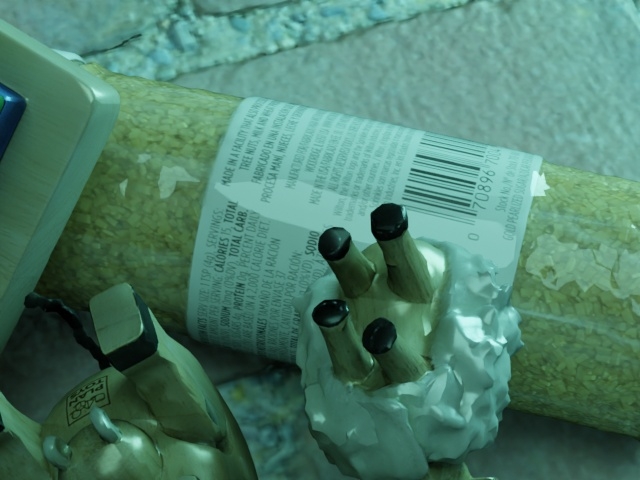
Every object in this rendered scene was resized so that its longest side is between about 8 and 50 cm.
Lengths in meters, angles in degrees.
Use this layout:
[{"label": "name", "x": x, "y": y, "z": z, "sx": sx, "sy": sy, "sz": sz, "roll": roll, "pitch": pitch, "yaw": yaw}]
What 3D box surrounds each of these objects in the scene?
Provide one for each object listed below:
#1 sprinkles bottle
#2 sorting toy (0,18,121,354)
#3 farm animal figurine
[{"label": "sprinkles bottle", "x": 0.000, "y": 0.000, "z": 0.719, "sx": 0.355, "sy": 0.121, "sz": 0.121, "roll": 12, "pitch": 60, "yaw": 7}, {"label": "sorting toy", "x": -0.256, "y": -0.011, "z": 0.665, "sx": 0.257, "sy": 0.089, "sz": 0.255, "roll": 31, "pitch": 102, "yaw": 17}, {"label": "farm animal figurine", "x": -0.066, "y": 0.173, "z": 0.585, "sx": 0.330, "sy": 0.172, "sz": 0.327, "roll": -15, "pitch": 51, "yaw": 14}]
